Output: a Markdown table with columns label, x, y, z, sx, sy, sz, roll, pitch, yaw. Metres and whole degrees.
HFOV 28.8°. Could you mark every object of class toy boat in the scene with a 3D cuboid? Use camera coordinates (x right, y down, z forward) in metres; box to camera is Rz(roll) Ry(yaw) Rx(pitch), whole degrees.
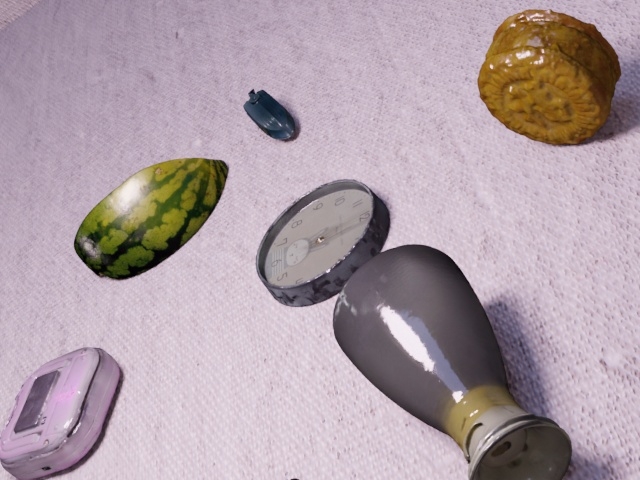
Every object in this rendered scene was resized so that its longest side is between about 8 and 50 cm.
| label | x | y | z | sx | sy | sz | roll | pitch | yaw |
| --- | --- | --- | --- | --- | --- | --- | --- | --- | --- |
| toy boat | -0.082 | -0.209 | 2.131 | 0.055 | 0.060 | 0.141 | -41 | 40 | -2 |

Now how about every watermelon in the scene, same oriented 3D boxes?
| label | x | y | z | sx | sy | sz | roll | pitch | yaw |
| --- | --- | --- | --- | --- | --- | --- | --- | --- | --- |
| watermelon | -0.283 | -0.023 | 2.103 | 0.303 | 0.159 | 0.128 | -37 | 71 | 8 |

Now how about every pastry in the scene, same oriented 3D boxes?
| label | x | y | z | sx | sy | sz | roll | pitch | yaw |
| --- | --- | --- | --- | --- | --- | --- | --- | --- | --- |
| pastry | 0.298 | -0.211 | 1.628 | 0.188 | 0.189 | 0.103 | -2 | 52 | 44 |

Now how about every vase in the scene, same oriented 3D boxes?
| label | x | y | z | sx | sy | sz | roll | pitch | yaw |
| --- | --- | --- | --- | --- | --- | --- | --- | --- | --- |
| vase | 0.147 | 0.156 | 1.389 | 0.173 | 0.173 | 0.321 | -39 | 39 | 3 |

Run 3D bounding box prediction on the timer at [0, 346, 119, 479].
| label | x | y | z | sx | sy | sz | roll | pitch | yaw |
| --- | --- | --- | --- | --- | --- | --- | --- | --- | --- |
| timer | -0.401 | 0.260 | 1.896 | 0.190 | 0.069 | 0.208 | -22 | 38 | 31 |

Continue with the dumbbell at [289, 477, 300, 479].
| label | x | y | z | sx | sy | sz | roll | pitch | yaw |
| --- | --- | --- | --- | --- | --- | --- | --- | --- | --- |
| dumbbell | -0.061 | 0.343 | 1.423 | 0.208 | 0.099 | 0.099 | -39 | 33 | 6 |

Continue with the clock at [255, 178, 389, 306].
| label | x | y | z | sx | sy | sz | roll | pitch | yaw |
| --- | --- | --- | --- | --- | --- | --- | --- | --- | --- |
| clock | 0.000 | 0.000 | 1.814 | 0.215 | 0.042 | 0.215 | -27 | 35 | 21 |
